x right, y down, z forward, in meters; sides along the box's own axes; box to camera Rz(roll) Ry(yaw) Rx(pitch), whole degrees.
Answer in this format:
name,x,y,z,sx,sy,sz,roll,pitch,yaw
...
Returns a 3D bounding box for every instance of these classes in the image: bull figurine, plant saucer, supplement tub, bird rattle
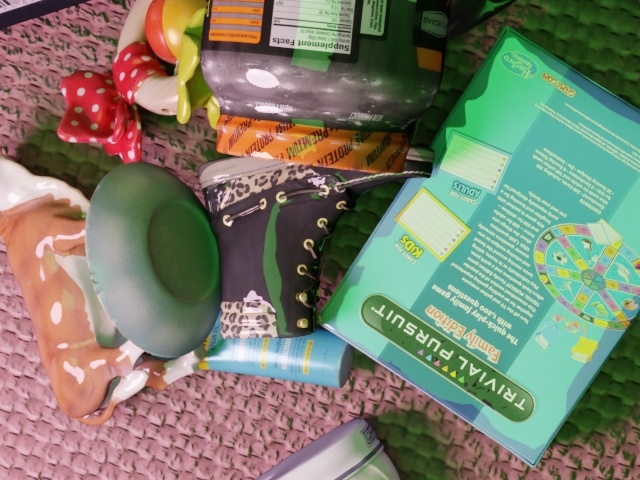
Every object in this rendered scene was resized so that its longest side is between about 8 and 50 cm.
name,x,y,z,sx,sy,sz,roll,pitch,yaw
bull figurine,-0.242,0.030,1.397,0.188,0.101,0.310,-15,98,33
plant saucer,-0.144,0.014,1.342,0.037,0.195,0.195,-14,92,34
supplement tub,0.011,-0.232,1.172,0.207,0.207,0.338,8,95,9
bird rattle,-0.136,-0.176,1.364,0.253,0.143,0.207,-6,64,46

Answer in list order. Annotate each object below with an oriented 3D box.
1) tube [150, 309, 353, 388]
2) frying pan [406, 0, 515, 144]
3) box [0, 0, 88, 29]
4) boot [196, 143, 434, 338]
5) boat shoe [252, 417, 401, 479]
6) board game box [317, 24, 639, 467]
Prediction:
name,x,y,z,sx,sy,sz,roll,pitch,yaw
tube,-0.071,0.104,1.415,0.207,0.052,0.080,9,85,15
frying pan,0.041,-0.186,1.366,0.197,0.053,0.326,38,99,5
box,-0.335,-0.409,1.272,0.294,0.212,0.395,-17,80,5
boot,0.000,0.000,1.318,0.236,0.085,0.178,-5,86,21
boat shoe,-0.069,0.337,1.396,0.367,0.136,0.156,-33,92,1
board game box,0.193,0.005,1.343,0.254,0.079,0.336,34,99,6
